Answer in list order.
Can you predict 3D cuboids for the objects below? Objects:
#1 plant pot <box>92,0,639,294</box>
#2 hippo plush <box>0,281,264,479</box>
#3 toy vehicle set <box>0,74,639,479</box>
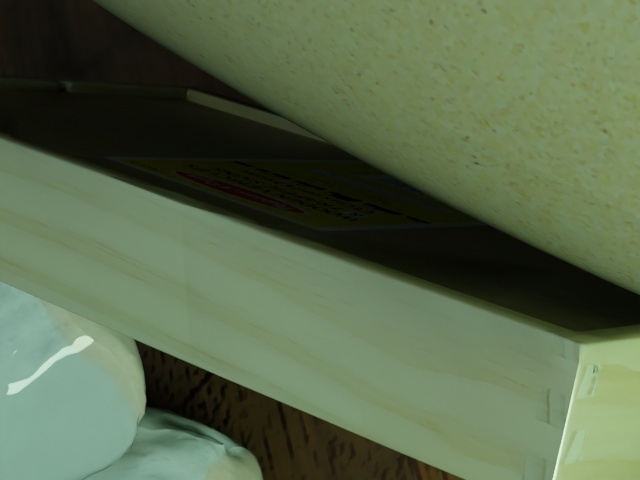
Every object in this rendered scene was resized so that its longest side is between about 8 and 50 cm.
[{"bbox_3d":[0.050,-0.110,0.422,0.274,0.256,0.256,47,119,24],"label":"plant pot"},{"bbox_3d":[-0.188,0.091,0.647,0.236,0.294,0.234,42,149,51],"label":"hippo plush"},{"bbox_3d":[0.000,0.000,0.514,0.267,0.166,0.035,19,103,38],"label":"toy vehicle set"}]
